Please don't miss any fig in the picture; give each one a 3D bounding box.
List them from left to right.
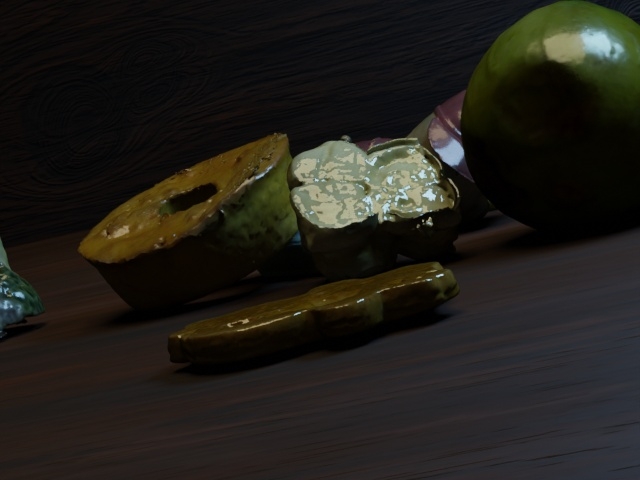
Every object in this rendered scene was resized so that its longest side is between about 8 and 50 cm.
[{"bbox_3d":[0.271,-0.144,1.654,0.239,0.239,0.271,-11,47,27],"label":"fig"}]

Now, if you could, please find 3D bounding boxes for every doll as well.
[{"bbox_3d":[0.139,-0.084,1.940,0.256,0.152,0.196,-27,34,14],"label":"doll"}]

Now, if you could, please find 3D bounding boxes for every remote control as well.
[{"bbox_3d":[0.000,0.000,1.845,0.104,0.052,0.247,-38,16,-28],"label":"remote control"}]

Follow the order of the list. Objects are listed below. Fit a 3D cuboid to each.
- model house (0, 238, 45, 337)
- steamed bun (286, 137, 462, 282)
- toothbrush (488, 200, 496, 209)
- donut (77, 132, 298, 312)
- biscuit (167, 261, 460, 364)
[{"bbox_3d":[-0.527,0.020,1.916,0.261,0.266,0.321,-14,4,36],"label":"model house"},{"bbox_3d":[0.050,-0.031,1.687,0.177,0.106,0.192,-15,42,-14],"label":"steamed bun"},{"bbox_3d":[0.195,-0.044,2.075,0.288,0.021,0.024,-11,17,27],"label":"toothbrush"},{"bbox_3d":[-0.137,-0.014,1.832,0.277,0.108,0.277,-27,15,8],"label":"donut"},{"bbox_3d":[-0.007,0.066,1.320,0.249,0.035,0.184,-14,4,-4],"label":"biscuit"}]
